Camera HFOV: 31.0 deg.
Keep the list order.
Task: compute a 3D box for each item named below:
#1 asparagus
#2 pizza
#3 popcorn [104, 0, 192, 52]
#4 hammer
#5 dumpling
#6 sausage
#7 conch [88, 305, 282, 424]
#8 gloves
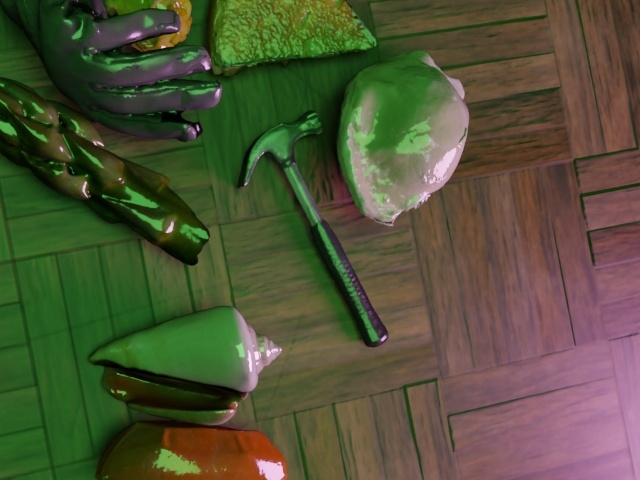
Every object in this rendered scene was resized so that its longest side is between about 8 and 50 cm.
[{"bbox_3d":[-0.227,-0.076,1.079,0.287,0.080,0.080,33,79,-20],"label":"asparagus"},{"bbox_3d":[-0.022,-0.240,1.164,0.176,0.036,0.184,12,82,-17],"label":"pizza"},{"bbox_3d":[-0.158,-0.227,1.118,0.084,0.084,0.084,1,87,-16],"label":"popcorn"},{"bbox_3d":[0.000,0.000,1.162,0.103,0.029,0.246,-27,96,-16],"label":"hammer"},{"bbox_3d":[0.077,-0.113,1.149,0.136,0.118,0.199,43,56,-12],"label":"dumpling"},{"bbox_3d":[-0.120,0.209,1.087,0.179,0.089,0.089,12,84,-20],"label":"sausage"},{"bbox_3d":[-0.125,0.117,1.086,0.176,0.094,0.104,-8,109,-14],"label":"conch"},{"bbox_3d":[-0.214,-0.191,1.063,0.285,0.142,0.119,38,81,7],"label":"gloves"}]
